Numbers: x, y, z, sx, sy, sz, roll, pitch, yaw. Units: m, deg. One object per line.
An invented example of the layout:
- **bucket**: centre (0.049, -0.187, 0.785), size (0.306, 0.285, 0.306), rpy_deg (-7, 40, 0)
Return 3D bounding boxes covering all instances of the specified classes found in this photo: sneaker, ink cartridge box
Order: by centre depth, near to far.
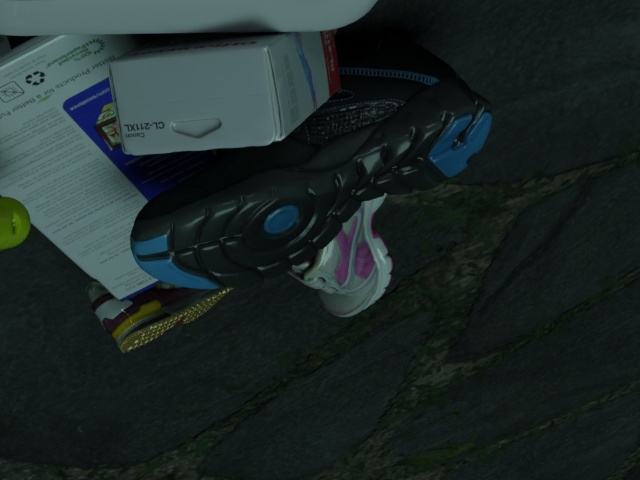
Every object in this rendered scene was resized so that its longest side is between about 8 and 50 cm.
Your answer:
- **ink cartridge box**: centre (-0.068, -0.125, 1.031), size (0.128, 0.072, 0.175), rpy_deg (-3, -163, 16)
- **ink cartridge box**: centre (-0.185, -0.076, 1.168), size (0.176, 0.069, 0.371), rpy_deg (-27, 146, 5)
- **sneaker**: centre (-0.021, -0.071, 1.182), size (0.341, 0.139, 0.125), rpy_deg (-25, 149, -19)
- **sneaker**: centre (0.000, 0.000, 1.366), size (0.111, 0.103, 0.252), rpy_deg (-35, 146, -21)
- **sneaker**: centre (-0.160, 0.046, 1.393), size (0.069, 0.084, 0.185), rpy_deg (-41, 171, 34)

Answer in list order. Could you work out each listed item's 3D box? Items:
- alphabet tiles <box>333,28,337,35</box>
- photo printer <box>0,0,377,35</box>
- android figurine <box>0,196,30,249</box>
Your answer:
- **alphabet tiles**: centre (-0.092, -0.140, 1.202), size (0.198, 0.009, 0.237), rpy_deg (-7, 145, -24)
- **photo printer**: centre (-0.079, -0.250, 0.891), size (0.308, 0.107, 0.256), rpy_deg (-3, 144, -8)
- **android figurine**: centre (-0.358, -0.014, 1.032), size (0.248, 0.056, 0.273), rpy_deg (-1, -177, 6)
